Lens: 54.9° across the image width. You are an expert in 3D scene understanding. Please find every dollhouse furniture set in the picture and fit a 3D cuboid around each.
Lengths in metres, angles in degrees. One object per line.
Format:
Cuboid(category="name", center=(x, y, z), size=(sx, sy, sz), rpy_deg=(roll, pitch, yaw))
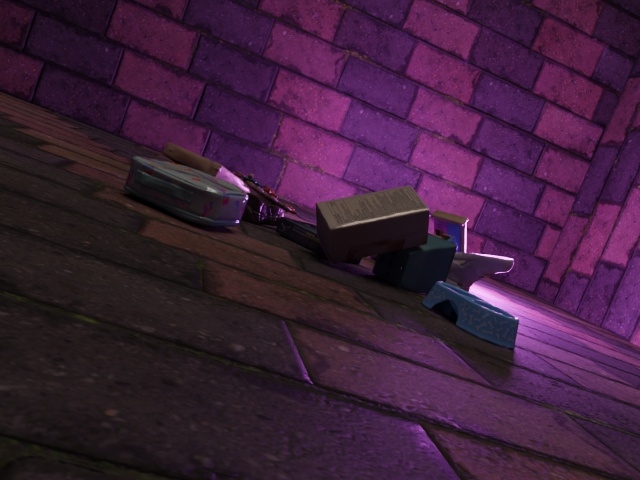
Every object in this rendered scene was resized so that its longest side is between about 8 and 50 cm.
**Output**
Cuboid(category="dollhouse furniture set", center=(0.375, 0.036, 2.315), size=(0.286, 0.198, 0.303), rpy_deg=(20, 39, 38))

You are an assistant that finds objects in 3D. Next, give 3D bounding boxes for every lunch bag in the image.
Cuboid(category="lunch bag", center=(-0.341, -0.120, 1.545), size=(0.279, 0.108, 0.224), rpy_deg=(21, 10, 16))

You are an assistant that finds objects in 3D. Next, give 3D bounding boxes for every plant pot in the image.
Cuboid(category="plant pot", center=(0.275, 0.066, 1.886), size=(0.165, 0.166, 0.234), rpy_deg=(25, 16, 33))

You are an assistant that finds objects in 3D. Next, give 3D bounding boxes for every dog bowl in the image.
Cuboid(category="dog bowl", center=(0.386, 0.183, 1.581), size=(0.165, 0.074, 0.297), rpy_deg=(19, 7, -27))

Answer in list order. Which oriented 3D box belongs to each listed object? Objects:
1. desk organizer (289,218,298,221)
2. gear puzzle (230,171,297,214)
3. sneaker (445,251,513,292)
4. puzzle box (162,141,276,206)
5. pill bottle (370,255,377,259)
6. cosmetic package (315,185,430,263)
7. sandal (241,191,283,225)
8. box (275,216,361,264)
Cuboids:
Cuboid(category="desk organizer", center=(-0.070, -0.037, 2.109), size=(0.050, 0.047, 0.130), rpy_deg=(28, 8, 30))
Cuboid(category="gear puzzle", center=(-0.193, -0.176, 2.351), size=(0.175, 0.044, 0.339), rpy_deg=(23, -7, 44))
Cuboid(category="sneaker", center=(0.495, 0.125, 2.009), size=(0.108, 0.169, 0.292), rpy_deg=(7, -3, -37))
Cuboid(category="puzzle box", center=(-0.363, -0.217, 2.276), size=(0.272, 0.052, 0.409), rpy_deg=(25, -6, 29))
Cuboid(category="pill bottle", center=(0.240, 0.035, 2.351), size=(0.169, 0.094, 0.094), rpy_deg=(21, 5, -14))
Cuboid(category="cosmetic package", center=(0.147, -0.047, 1.770), size=(0.295, 0.129, 0.153), rpy_deg=(-10, 37, -11))
Cuboid(category="sandal", center=(-0.207, -0.097, 1.991), size=(0.060, 0.090, 0.219), rpy_deg=(4, -5, 40))
Cuboid(category="box", center=(0.000, 0.000, 1.949), size=(0.232, 0.059, 0.183), rpy_deg=(25, 8, 33))
